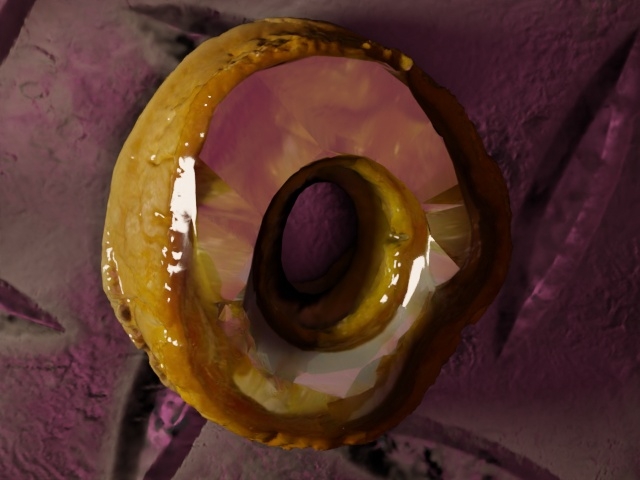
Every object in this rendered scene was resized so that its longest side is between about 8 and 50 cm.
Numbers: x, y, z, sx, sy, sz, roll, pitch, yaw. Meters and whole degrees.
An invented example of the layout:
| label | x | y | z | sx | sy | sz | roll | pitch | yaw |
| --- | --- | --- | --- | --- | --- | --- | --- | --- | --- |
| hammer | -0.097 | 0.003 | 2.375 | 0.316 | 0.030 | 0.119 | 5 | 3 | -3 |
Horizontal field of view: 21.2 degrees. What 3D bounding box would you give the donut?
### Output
| label | x | y | z | sx | sy | sz | roll | pitch | yaw |
| --- | --- | --- | --- | --- | --- | --- | --- | --- | --- |
| donut | 0.000 | 0.000 | 1.291 | 0.330 | 0.160 | 0.330 | -6 | 106 | -20 |
